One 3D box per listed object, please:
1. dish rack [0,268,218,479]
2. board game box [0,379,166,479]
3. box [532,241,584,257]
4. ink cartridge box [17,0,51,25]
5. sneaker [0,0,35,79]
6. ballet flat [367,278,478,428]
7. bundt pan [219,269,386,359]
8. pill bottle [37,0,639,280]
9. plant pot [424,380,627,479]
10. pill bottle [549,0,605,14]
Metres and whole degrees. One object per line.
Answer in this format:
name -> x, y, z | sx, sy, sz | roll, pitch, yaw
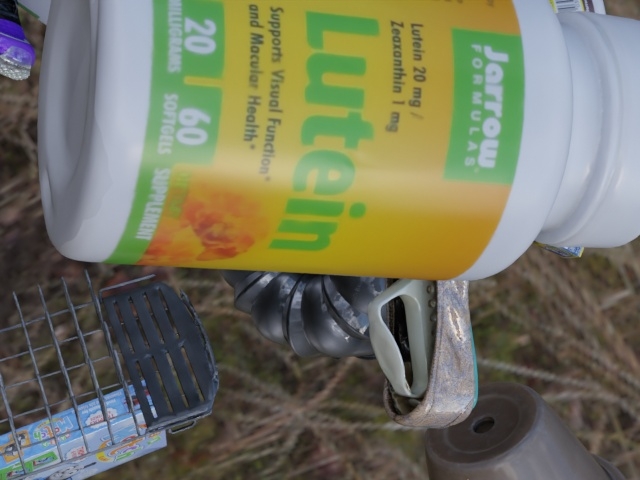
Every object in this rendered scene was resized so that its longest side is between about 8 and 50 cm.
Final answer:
dish rack -> -0.231, 0.110, 1.310 | 0.208, 0.271, 0.074 | -118, -164, -45
board game box -> -0.268, 0.220, 1.600 | 0.211, 0.160, 0.039 | -22, 70, -13
box -> 0.341, -0.063, 2.017 | 0.059, 0.054, 0.169 | 24, 82, -12
ink cartridge box -> -0.310, -0.392, 2.197 | 0.201, 0.117, 0.278 | 35, 31, 16
sneaker -> -0.455, -0.316, 2.032 | 0.102, 0.293, 0.146 | 20, 98, -40
ballet flat -> 0.091, 0.032, 1.465 | 0.106, 0.107, 0.316 | -9, 95, -33
bundt pan -> 0.000, 0.000, 1.878 | 0.124, 0.331, 0.331 | -14, 80, -55
pill bottle -> 0.017, -0.053, 0.621 | 0.245, 0.136, 0.136 | 3, 62, -20
plant pot -> 0.232, 0.295, 1.809 | 0.229, 0.263, 0.263 | 63, 31, -29
pill bottle -> 0.160, -0.199, 1.475 | 0.215, 0.117, 0.117 | -8, 71, -13
